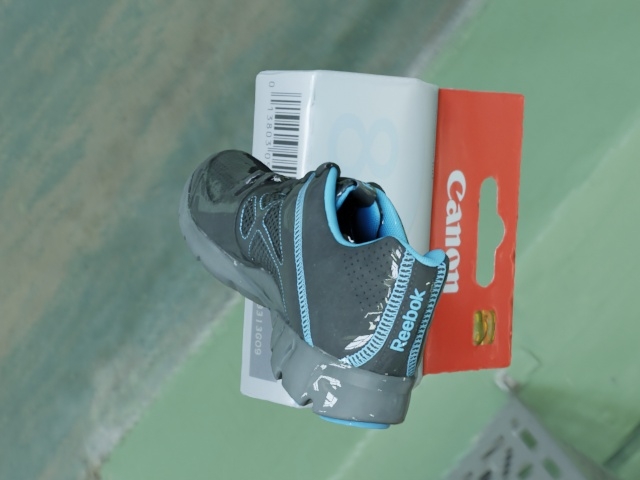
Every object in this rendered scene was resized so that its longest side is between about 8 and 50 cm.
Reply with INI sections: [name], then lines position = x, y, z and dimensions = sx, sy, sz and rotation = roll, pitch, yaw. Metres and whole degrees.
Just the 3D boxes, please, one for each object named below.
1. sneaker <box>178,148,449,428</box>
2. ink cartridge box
[sneaker]
position = 0.000, 0.000, 1.194
dimensions = 0.125, 0.341, 0.140
rotation = 12, 111, -32
[ink cartridge box]
position = 0.096, -0.004, 1.588
dimensions = 0.385, 0.091, 0.308
rotation = -1, 95, -42
